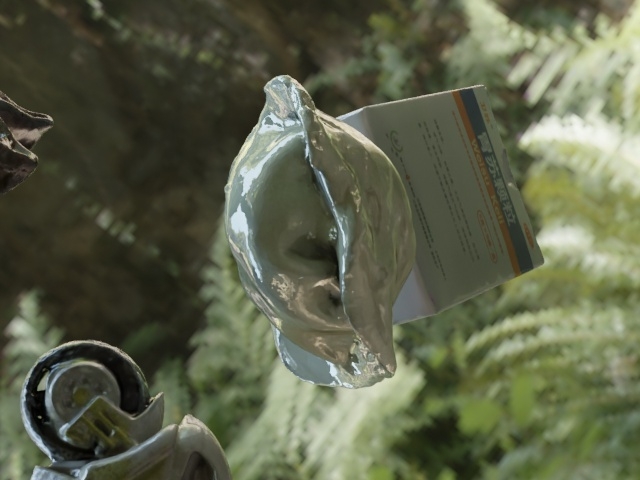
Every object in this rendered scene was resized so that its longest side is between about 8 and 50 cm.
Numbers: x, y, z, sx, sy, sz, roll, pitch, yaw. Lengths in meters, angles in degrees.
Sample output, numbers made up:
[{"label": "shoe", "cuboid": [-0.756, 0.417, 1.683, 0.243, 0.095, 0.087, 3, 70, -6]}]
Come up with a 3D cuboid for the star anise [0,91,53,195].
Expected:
[{"label": "star anise", "cuboid": [-0.305, -0.087, 1.277, 0.236, 0.223, 0.109, 8, -61, -50]}]

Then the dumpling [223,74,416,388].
[{"label": "dumpling", "cuboid": [0.000, 0.000, 1.325, 0.132, 0.162, 0.250, -21, -60, -26]}]

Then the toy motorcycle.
[{"label": "toy motorcycle", "cuboid": [-0.143, 0.249, 1.338, 0.108, 0.223, 0.341, 111, 173, -70]}]

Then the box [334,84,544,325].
[{"label": "box", "cuboid": [0.094, -0.033, 1.794, 0.106, 0.200, 0.299, -19, -1, 29]}]
